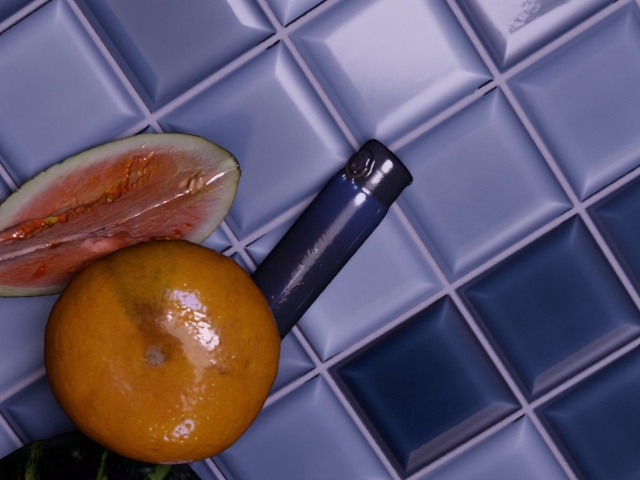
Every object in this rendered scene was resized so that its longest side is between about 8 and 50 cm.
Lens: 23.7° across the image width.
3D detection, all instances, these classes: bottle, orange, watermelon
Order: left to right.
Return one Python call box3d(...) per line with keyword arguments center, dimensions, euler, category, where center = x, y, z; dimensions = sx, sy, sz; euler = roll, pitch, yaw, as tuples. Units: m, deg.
box3d(center=(-0.226, -0.042, 1.589), dimensions=(0.303, 0.159, 0.128), euler=(-20, 72, 2), category="watermelon")
box3d(center=(-0.159, 0.110, 1.549), dimensions=(0.240, 0.171, 0.240), euler=(2, 101, 9), category="orange")
box3d(center=(0.000, 0.000, 1.622), dimensions=(0.244, 0.072, 0.082), euler=(-50, 140, 9), category="bottle")

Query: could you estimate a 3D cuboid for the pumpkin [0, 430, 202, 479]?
box3d(center=(-0.249, 0.362, 1.623), dimensions=(0.323, 0.241, 0.323), euler=(0, 100, 0), category="pumpkin")
